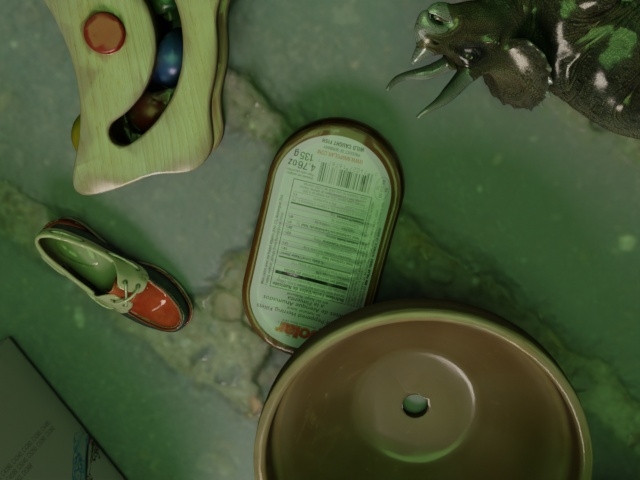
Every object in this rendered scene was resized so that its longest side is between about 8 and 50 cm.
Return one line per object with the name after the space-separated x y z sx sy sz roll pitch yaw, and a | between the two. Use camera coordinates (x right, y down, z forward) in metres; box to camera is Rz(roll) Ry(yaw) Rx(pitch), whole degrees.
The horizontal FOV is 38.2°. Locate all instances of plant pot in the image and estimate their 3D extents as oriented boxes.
0.073 0.145 0.698 0.238 0.109 0.237 1 106 2 | plant pot

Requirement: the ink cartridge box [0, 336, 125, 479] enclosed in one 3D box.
-0.267 0.257 0.714 0.198 0.197 0.270 -34 98 12 | ink cartridge box

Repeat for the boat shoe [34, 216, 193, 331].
-0.163 0.031 0.731 0.137 0.043 0.049 37 102 -5 | boat shoe

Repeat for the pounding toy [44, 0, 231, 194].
-0.142 -0.161 0.625 0.154 0.155 0.269 6 104 0 | pounding toy

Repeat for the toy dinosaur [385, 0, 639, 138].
0.219 -0.136 0.635 0.314 0.121 0.160 17 116 -3 | toy dinosaur

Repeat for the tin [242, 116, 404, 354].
0.000 0.000 0.713 0.106 0.040 0.189 15 104 6 | tin
